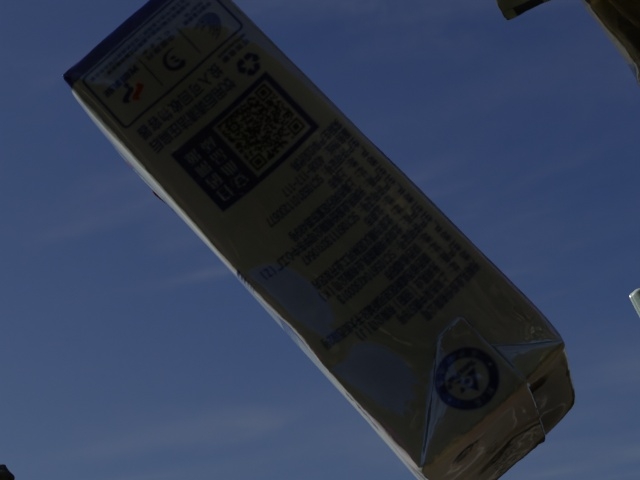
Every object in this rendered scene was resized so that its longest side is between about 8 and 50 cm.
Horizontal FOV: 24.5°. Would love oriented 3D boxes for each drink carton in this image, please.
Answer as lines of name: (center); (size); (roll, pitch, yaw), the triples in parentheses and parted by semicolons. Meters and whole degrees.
drink carton: (0.000, 0.000, 0.820); (0.106, 0.315, 0.130); (-42, -22, -2)

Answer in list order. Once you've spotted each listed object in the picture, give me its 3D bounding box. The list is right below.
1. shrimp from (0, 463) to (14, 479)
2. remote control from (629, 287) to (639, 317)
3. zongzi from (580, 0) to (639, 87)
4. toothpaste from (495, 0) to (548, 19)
shrimp: (-0.293, 0.219, 1.145); (0.254, 0.059, 0.145); (-13, -63, -4)
remote control: (0.310, 0.059, 1.135); (0.162, 0.061, 0.029); (1, -38, -38)
zongzi: (0.493, -0.357, 1.988); (0.300, 0.274, 0.145); (-27, 15, 50)
toothpaste: (0.177, -0.308, 1.535); (0.062, 0.037, 0.216); (-20, -41, 23)
